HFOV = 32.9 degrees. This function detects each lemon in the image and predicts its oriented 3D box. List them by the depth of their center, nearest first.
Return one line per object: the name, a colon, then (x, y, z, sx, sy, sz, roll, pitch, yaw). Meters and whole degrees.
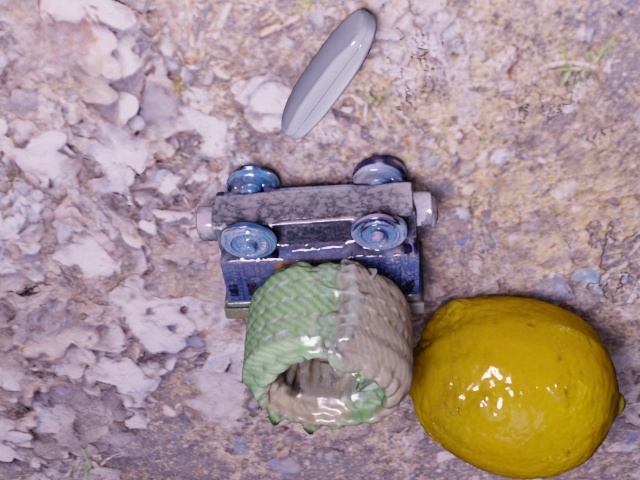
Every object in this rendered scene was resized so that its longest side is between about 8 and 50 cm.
lemon: (0.256, 0.197, 1.476, 0.320, 0.245, 0.245, 11, 133, -1)

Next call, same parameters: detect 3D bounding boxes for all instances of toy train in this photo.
toy train: (0.000, 0.000, 1.386, 0.300, 0.131, 0.202, -2, 140, 5)

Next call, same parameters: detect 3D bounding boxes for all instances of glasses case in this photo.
glasses case: (0.008, -0.188, 1.240, 0.045, 0.067, 0.178, 26, 129, -17)

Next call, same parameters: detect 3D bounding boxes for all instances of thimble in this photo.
thimble: (0.011, 0.130, 1.326, 0.219, 0.150, 0.219, 1, 143, 1)
